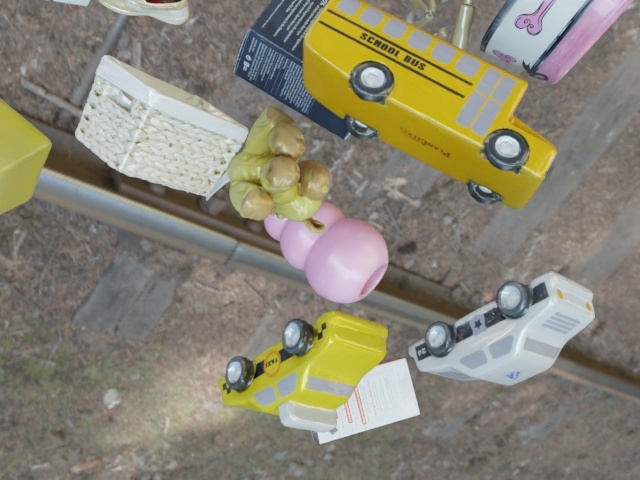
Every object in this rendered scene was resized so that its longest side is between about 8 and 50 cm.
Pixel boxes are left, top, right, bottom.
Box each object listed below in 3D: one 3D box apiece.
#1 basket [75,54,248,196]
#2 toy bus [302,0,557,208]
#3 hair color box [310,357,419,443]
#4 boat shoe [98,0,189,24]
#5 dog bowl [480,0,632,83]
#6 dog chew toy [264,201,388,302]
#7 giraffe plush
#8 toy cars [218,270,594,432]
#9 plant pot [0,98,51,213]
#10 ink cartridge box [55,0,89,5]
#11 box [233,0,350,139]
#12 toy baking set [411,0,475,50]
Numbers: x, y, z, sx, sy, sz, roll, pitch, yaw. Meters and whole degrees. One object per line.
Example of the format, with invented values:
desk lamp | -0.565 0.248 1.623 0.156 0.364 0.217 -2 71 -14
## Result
basket | -0.189 -0.129 0.914 0.167 0.113 0.103 16 107 -56
toy bus | 0.135 -0.172 0.960 0.130 0.333 0.108 -57 170 -20
hair color box | 0.061 0.249 1.210 0.167 0.093 0.053 -12 175 -16
boat shoe | -0.325 -0.451 1.425 0.170 0.063 0.059 10 144 -8
dog bowl | 0.471 -0.449 1.347 0.408 0.150 0.408 -46 173 -7
dog chew toy | 0.000 0.000 1.856 0.206 0.332 0.206 -44 159 -21
giraffe plush | -0.058 -0.089 1.256 0.171 0.181 0.210 25 146 -33
toy cars | 0.086 0.130 0.782 0.394 0.087 0.176 -10 148 1
plant pot | -0.679 -0.148 1.469 0.212 0.187 0.212 41 137 -4
ink cartridge box | -0.502 -0.488 1.317 0.208 0.153 0.087 -11 142 -53
box | -0.001 -0.280 1.177 0.207 0.153 0.108 32 148 -2
toy baking set | 0.226 -0.399 1.490 0.030 0.197 0.256 2 106 -25
